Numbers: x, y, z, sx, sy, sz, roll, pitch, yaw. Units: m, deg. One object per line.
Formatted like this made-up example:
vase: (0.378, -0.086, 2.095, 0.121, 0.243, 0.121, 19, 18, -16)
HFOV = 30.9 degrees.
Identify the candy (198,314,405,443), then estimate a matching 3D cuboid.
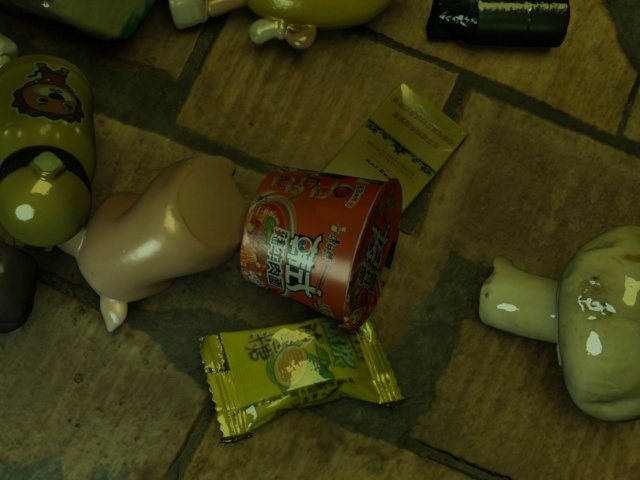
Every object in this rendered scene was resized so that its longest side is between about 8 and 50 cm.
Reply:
candy: (-0.032, 0.206, 1.829, 0.297, 0.081, 0.187, -11, 66, -16)

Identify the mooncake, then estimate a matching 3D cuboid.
mooncake: (-0.546, 0.058, 1.733, 0.245, 0.245, 0.133, 5, 73, -6)

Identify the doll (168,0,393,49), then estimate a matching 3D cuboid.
doll: (-0.077, -0.490, 2.039, 0.423, 0.161, 0.348, -29, 79, -4)

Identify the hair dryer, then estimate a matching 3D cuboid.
hair dryer: (0.312, -0.489, 2.131, 0.244, 0.116, 0.302, 2, 59, -7)

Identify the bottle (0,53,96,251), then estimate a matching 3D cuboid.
bottle: (-0.423, -0.130, 1.771, 0.172, 0.171, 0.351, -7, 40, -10)

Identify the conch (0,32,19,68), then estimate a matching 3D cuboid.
conch: (-0.578, -0.320, 1.942, 0.176, 0.104, 0.094, 40, 42, 11)

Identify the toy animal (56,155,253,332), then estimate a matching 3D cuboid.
toy animal: (-0.258, -0.015, 1.818, 0.195, 0.256, 0.213, 57, 30, -10)

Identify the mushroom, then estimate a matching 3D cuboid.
mushroom: (0.431, 0.120, 1.858, 0.336, 0.314, 0.314, 14, 66, 30)

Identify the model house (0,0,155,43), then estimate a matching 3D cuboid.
model house: (-0.445, -0.561, 1.941, 0.343, 0.335, 0.382, 21, 86, 35)

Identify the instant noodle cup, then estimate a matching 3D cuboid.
instant noodle cup: (0.000, 0.000, 1.826, 0.192, 0.250, 0.250, 16, 68, 16)

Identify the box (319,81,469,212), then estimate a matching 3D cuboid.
box: (0.116, -0.133, 1.995, 0.153, 0.041, 0.279, 39, 70, 6)
